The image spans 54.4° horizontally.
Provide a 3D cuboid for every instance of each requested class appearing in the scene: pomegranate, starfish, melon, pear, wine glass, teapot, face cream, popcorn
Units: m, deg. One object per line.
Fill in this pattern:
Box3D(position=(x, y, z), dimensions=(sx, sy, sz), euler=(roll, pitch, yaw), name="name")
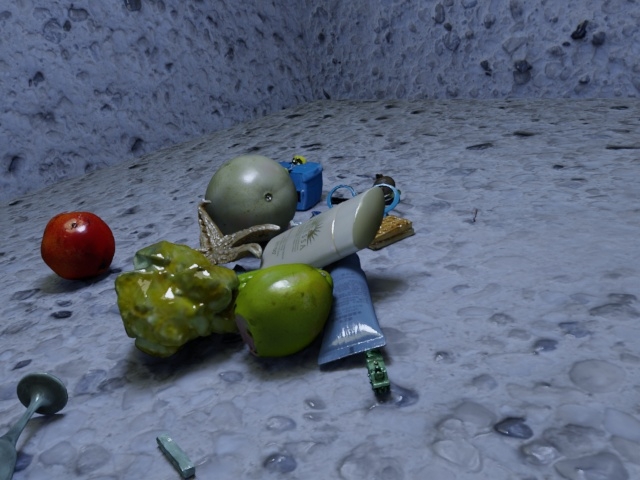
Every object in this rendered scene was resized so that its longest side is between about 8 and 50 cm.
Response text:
Box3D(position=(-0.711, 0.019, 1.813), dimensions=(0.235, 0.210, 0.210), euler=(-25, 8, 41), name="pomegranate")
Box3D(position=(-0.291, 0.017, 1.633), dimensions=(0.375, 0.094, 0.327), euler=(-24, 41, -5), name="starfish")
Box3D(position=(-0.206, -0.119, 1.844), dimensions=(0.268, 0.268, 0.330), euler=(-20, 7, -23), name="melon")
Box3D(position=(-0.064, 0.130, 1.253), dimensions=(0.219, 0.187, 0.187), euler=(-29, 26, -18), name="pear")
Box3D(position=(-0.447, 0.336, 1.034), dimensions=(0.264, 0.096, 0.309), euler=(-8, 22, 4), name="wine glass")
Box3D(position=(0.192, -0.181, 2.076), dimensions=(0.110, 0.085, 0.080), euler=(-21, 9, 35), name="teapot")
Box3D(position=(0.060, 0.132, 1.336), dimensions=(0.135, 0.086, 0.385), euler=(-18, 24, 9), name="face cream")
Box3D(position=(-0.299, 0.121, 1.334), dimensions=(0.276, 0.225, 0.276), euler=(1, 63, -1), name="popcorn")
Box3D(position=(0.000, 0.000, 1.484), dimensions=(0.348, 0.081, 0.173), euler=(-25, 35, 39), name="face cream")

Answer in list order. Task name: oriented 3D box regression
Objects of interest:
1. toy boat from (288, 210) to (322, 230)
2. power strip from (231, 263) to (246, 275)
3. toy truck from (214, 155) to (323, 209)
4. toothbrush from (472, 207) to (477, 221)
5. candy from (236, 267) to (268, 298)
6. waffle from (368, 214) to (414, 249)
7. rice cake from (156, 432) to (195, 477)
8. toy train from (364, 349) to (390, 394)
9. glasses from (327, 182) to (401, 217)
Box3D(position=(-0.016, -0.006, 1.660), dimensions=(0.115, 0.114, 0.262), euler=(-4, 27, -16), name="toy boat")
Box3D(position=(-0.278, 0.123, 1.562), dimensions=(0.216, 0.044, 0.137), euler=(-20, 24, -24), name="power strip")
Box3D(position=(-0.174, -0.199, 2.168), dimensions=(0.385, 0.162, 0.161), euler=(3, 25, 28), name="toy truck")
Box3D(position=(0.441, -0.074, 1.776), dimensions=(0.006, 0.008, 0.097), euler=(11, 26, 14), name="toothbrush")
Box3D(position=(-0.179, 0.123, 1.458), dimensions=(0.209, 0.097, 0.097), euler=(-12, 21, 11), name="candy")
Box3D(position=(0.174, -0.024, 1.724), dimensions=(0.148, 0.042, 0.102), euler=(-22, 26, -27), name="waffle")
Box3D(position=(-0.236, 0.346, 1.009), dimensions=(0.022, 0.022, 0.121), euler=(-12, 18, -33), name="rice cake")
Box3D(position=(0.100, 0.233, 1.096), dimensions=(0.033, 0.053, 0.083), euler=(-11, 20, -3), name="toy train")
Box3D(position=(0.151, -0.143, 1.953), dimensions=(0.239, 0.102, 0.207), euler=(-1, 24, 25), name="glasses")
